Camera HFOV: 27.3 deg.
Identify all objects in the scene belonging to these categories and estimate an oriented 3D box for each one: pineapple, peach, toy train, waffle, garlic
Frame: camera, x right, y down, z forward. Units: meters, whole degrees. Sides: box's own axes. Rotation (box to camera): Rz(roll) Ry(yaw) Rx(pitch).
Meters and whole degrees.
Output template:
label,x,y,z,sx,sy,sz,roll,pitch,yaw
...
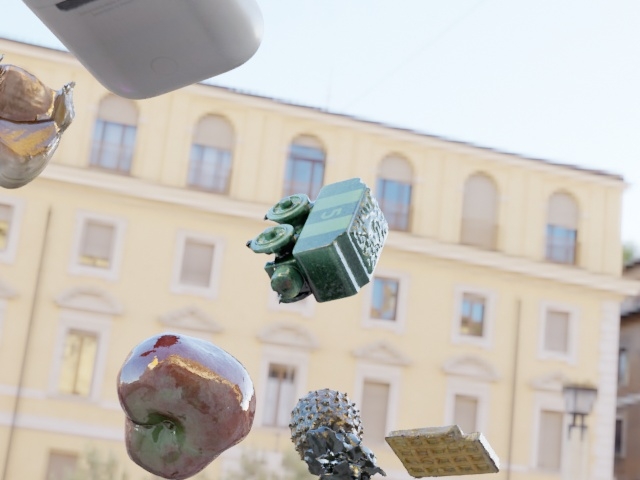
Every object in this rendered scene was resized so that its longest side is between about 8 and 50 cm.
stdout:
label,x,y,z,sx,sy,sz,roll,pitch,yaw
pineapple,0.024,0.296,1.873,0.125,0.125,0.251,9,11,-10
peach,-0.146,0.166,1.380,0.152,0.152,0.152,6,-16,2
toy train,0.000,0.000,2.606,0.238,0.299,0.167,-14,-60,24
waffle,0.161,0.278,1.736,0.135,0.021,0.092,-12,-53,31
garlic,-0.349,-0.135,1.511,0.099,0.174,0.124,22,-52,-26

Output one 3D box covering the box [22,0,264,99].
label,x,y,z,sx,sy,sz,roll,pitch,yaw
box,-0.265,-0.355,1.911,0.288,0.141,0.349,-15,-39,23
